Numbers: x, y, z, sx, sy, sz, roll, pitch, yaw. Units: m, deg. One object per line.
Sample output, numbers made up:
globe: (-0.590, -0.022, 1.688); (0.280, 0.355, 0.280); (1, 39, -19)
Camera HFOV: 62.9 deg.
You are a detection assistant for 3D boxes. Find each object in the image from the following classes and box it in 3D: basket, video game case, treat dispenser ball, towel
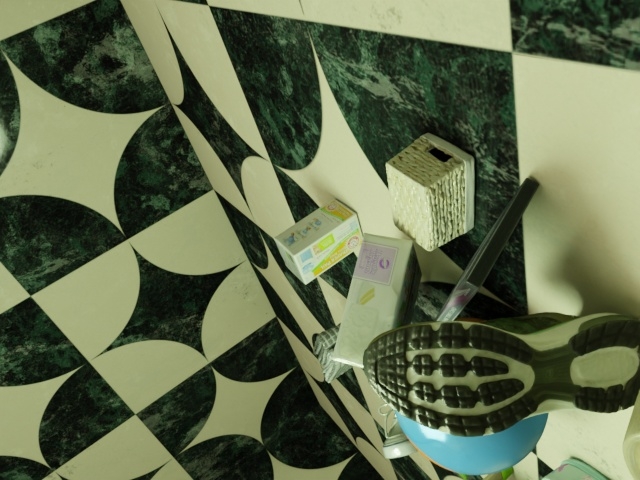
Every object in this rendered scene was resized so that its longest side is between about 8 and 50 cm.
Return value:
basket: (0.188, -0.078, 0.898); (0.113, 0.103, 0.167); (42, 159, 41)
video game case: (0.244, 0.047, 0.825); (0.026, 0.196, 0.274); (32, 156, 13)
treat dispenser ball: (0.281, 0.291, 1.000); (0.288, 0.288, 0.288); (49, 161, 23)
towel: (0.098, 0.305, 1.612); (0.121, 0.235, 0.283); (54, 162, 18)

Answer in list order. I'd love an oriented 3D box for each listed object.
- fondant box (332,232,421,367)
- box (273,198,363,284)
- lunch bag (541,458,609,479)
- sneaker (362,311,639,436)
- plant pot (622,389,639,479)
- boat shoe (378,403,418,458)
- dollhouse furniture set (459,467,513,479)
fondant box: (0.129, 0.143, 1.064); (0.096, 0.238, 0.330); (12, 169, 15)
box: (0.000, 0.000, 1.375); (0.103, 0.203, 0.114); (40, 158, 44)
lunch bag: (0.568, 0.581, 1.020); (0.279, 0.108, 0.224); (26, 130, 54)
sneaker: (0.257, 0.173, 0.765); (0.182, 0.410, 0.158); (-151, 62, -82)
plant pot: (0.393, 0.126, 0.428); (0.256, 0.274, 0.256); (48, 161, 22)
boat shoe: (0.249, 0.504, 1.500); (0.367, 0.136, 0.156); (11, -121, -66)
dollhouse furniture set: (0.364, 0.555, 1.477); (0.301, 0.151, 0.197); (33, 151, 53)
